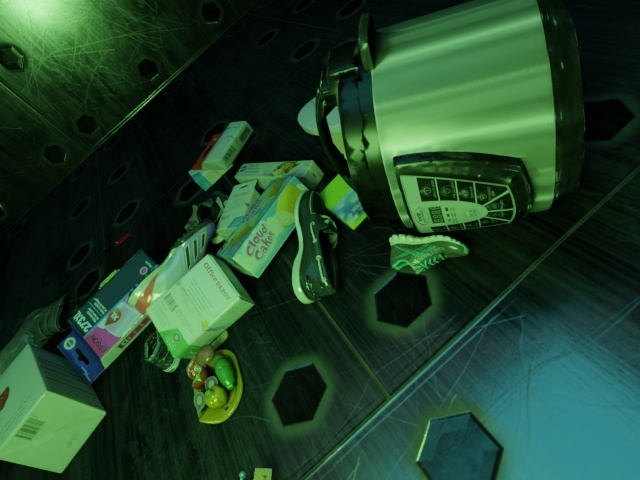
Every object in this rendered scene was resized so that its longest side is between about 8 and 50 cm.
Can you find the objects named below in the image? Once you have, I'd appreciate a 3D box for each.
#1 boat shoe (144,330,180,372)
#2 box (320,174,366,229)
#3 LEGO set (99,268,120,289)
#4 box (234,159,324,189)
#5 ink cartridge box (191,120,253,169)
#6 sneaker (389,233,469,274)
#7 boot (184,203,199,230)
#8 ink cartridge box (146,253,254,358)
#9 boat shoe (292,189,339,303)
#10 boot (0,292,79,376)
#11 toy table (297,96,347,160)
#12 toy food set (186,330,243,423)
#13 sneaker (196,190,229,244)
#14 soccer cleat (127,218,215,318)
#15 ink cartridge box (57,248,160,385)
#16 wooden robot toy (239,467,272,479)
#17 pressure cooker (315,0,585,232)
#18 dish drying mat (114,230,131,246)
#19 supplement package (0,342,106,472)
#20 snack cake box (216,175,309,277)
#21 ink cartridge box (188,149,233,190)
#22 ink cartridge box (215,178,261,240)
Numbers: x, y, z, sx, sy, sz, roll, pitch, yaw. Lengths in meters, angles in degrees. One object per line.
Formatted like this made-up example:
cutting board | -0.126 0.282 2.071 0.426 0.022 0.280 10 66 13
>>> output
boat shoe | -0.398 0.243 1.097 0.065 0.083 0.184 -25 43 19
box | 0.073 -0.101 1.056 0.109 0.042 0.178 -47 40 -4
LEGO set | -0.646 0.196 1.308 0.132 0.107 0.287 5 56 48
box | -0.134 -0.198 1.290 0.323 0.067 0.063 6 59 43
ink cartridge box | -0.373 -0.340 1.522 0.232 0.066 0.189 10 63 37
sneaker | 0.208 0.031 0.830 0.166 0.065 0.076 0 72 43
boot | -0.432 -0.073 1.437 0.118 0.042 0.087 26 75 48
ink cartridge box | -0.294 0.163 1.042 0.212 0.093 0.154 -43 66 2
boat shoe | 0.000 0.000 0.982 0.091 0.114 0.303 -18 57 27
boot | -0.971 0.340 1.454 0.222 0.118 0.338 -26 47 11
toy table | 0.091 -0.310 1.136 0.274 0.161 0.252 13 64 44
toy food set | -0.253 0.298 0.942 0.128 0.071 0.218 -39 40 3
sneaker | -0.342 -0.099 1.337 0.078 0.106 0.234 -28 42 15
soccer cleat | -0.386 0.079 1.180 0.318 0.116 0.108 -52 2 -19
ink cartridge box | -0.593 0.214 1.226 0.175 0.069 0.371 36 78 21
wooden robot toy | -0.142 0.466 0.730 0.173 0.076 0.079 -58 7 -18
pressure cooker | 0.206 -0.206 0.765 0.419 0.371 0.375 -6 12 21
dish drying mat | -0.794 -0.007 1.694 0.083 0.008 0.032 -36 39 8
supplement package | -0.742 0.438 1.129 0.292 0.175 0.178 18 69 46
snack cake box | -0.145 -0.038 1.111 0.265 0.089 0.152 -56 26 -16
ink cartridge box | -0.398 -0.281 1.577 0.180 0.060 0.104 -44 41 -2
ink cartridge box | -0.237 -0.092 1.280 0.104 0.061 0.182 -10 50 32
